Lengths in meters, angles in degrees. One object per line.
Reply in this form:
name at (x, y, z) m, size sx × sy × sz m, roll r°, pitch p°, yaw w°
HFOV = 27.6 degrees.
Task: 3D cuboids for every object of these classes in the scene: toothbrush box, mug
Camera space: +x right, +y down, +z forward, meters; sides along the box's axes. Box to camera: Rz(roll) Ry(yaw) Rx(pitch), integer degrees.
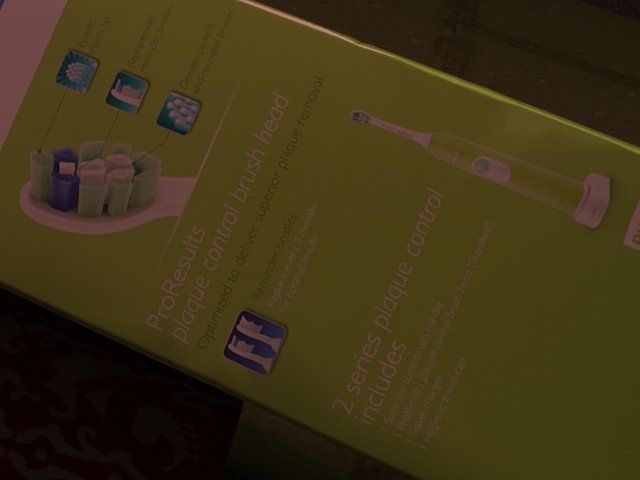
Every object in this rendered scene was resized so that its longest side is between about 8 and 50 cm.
toothbrush box at (0.000, 0.000, 0.489) m, size 0.283 × 0.122 × 0.206 m, roll 24°, pitch -2°, yaw 13°
mug at (-0.122, 0.061, 0.533) m, size 0.169 × 0.113 × 0.150 m, roll 21°, pitch 24°, yaw -5°
